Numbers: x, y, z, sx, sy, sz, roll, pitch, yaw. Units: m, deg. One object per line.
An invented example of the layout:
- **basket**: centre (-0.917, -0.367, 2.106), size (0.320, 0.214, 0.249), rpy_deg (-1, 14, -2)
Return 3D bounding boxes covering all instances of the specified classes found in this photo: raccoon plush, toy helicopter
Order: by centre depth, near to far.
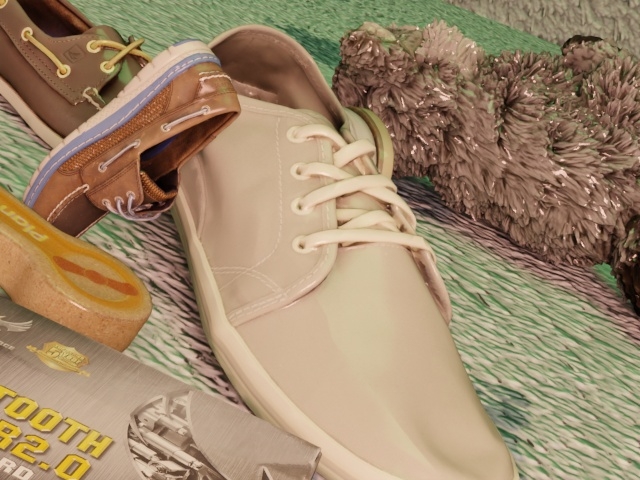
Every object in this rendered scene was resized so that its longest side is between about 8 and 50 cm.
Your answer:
- **toy helicopter**: centre (-0.256, -0.045, 0.776), size (0.355, 0.140, 0.235), rpy_deg (35, 17, 6)
- **raccoon plush**: centre (0.183, -0.070, 1.214), size (0.299, 0.216, 0.446), rpy_deg (2, 27, -26)

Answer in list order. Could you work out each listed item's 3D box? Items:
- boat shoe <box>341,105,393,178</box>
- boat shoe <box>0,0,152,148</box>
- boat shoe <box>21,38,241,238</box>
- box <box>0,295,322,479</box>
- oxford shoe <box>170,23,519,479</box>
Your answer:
- **boat shoe**: centre (-0.033, -0.086, 1.151), size (0.103, 0.113, 0.302), rpy_deg (12, 12, -24)
- **boat shoe**: centre (-0.201, -0.142, 1.117), size (0.324, 0.096, 0.116), rpy_deg (35, 23, 32)
- **boat shoe**: centre (-0.127, -0.048, 0.861), size (0.066, 0.183, 0.066), rpy_deg (53, 20, 22)
- **box**: centre (-0.129, 0.108, 0.615), size (0.231, 0.056, 0.183), rpy_deg (25, 21, 6)
- **oxford shoe**: centre (0.000, 0.000, 0.873), size (0.169, 0.130, 0.449), rpy_deg (10, 35, -36)
